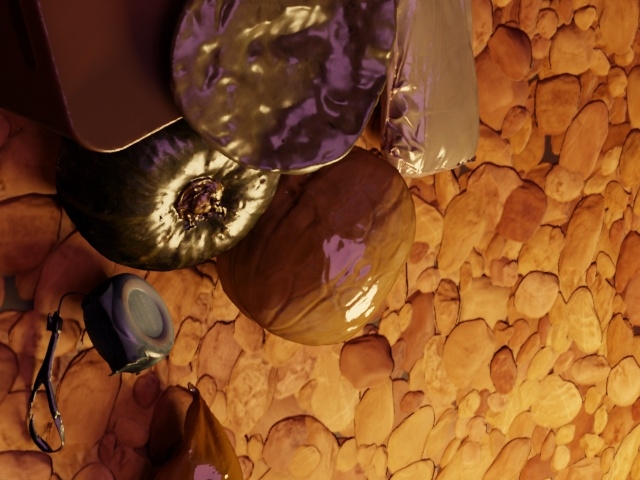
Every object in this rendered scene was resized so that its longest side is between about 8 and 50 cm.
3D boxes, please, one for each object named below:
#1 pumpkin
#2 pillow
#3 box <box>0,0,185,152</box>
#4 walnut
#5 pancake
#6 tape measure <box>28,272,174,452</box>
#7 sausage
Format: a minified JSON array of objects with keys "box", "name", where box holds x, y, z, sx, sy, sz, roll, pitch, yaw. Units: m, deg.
[{"box":[-0.144,-0.074,1.564,0.223,0.157,0.224,-24,136,-25],"name":"pumpkin"},{"box":[0.125,-0.201,1.853,0.173,0.067,0.270,-22,118,-43],"name":"pillow"},{"box":[-0.168,-0.257,1.435,0.339,0.229,0.239,-31,123,-33],"name":"box"},{"box":[0.000,0.000,1.701,0.222,0.195,0.195,-50,131,-18],"name":"walnut"},{"box":[-0.035,-0.171,1.402,0.242,0.050,0.242,-12,111,-34],"name":"pancake"},{"box":[-0.230,0.118,1.633,0.180,0.104,0.107,-46,166,20],"name":"tape measure"},{"box":[-0.136,0.313,1.738,0.112,0.112,0.328,2,99,-44],"name":"sausage"}]
